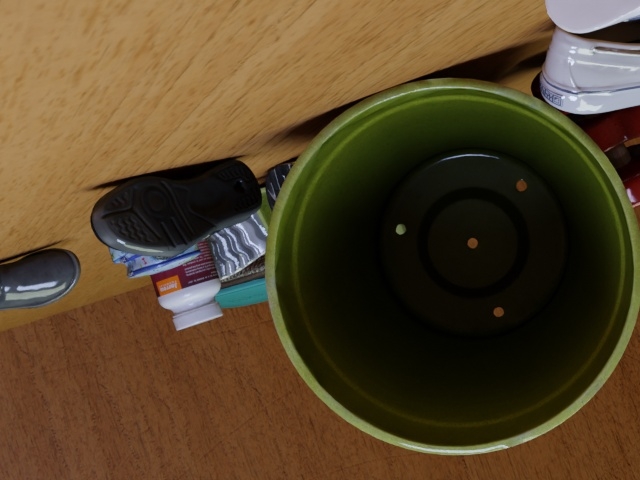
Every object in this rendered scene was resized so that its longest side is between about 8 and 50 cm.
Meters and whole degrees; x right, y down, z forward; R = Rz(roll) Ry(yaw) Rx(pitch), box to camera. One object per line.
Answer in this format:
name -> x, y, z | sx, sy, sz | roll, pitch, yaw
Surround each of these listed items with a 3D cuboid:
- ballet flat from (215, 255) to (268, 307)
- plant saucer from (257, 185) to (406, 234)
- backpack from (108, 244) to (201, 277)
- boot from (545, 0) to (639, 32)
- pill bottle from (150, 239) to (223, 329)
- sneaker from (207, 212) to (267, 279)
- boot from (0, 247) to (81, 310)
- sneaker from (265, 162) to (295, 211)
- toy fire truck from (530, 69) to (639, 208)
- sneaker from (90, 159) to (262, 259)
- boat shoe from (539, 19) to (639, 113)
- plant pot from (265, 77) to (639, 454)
ballet flat -> 0.000, 0.000, 1.980 | 0.483, 0.182, 0.164 | -4, 167, 37
plant saucer -> 0.029, -0.024, 1.776 | 0.188, 0.188, 0.045 | -14, -146, 17
backpack -> -0.185, -0.008, 1.584 | 0.105, 0.084, 0.114 | -20, 176, -32
boot -> 0.255, -0.197, 0.954 | 0.190, 0.069, 0.086 | -10, -170, 38
pill bottle -> -0.181, 0.036, 1.780 | 0.086, 0.152, 0.086 | -19, 177, -1
sneaker -> -0.061, -0.041, 1.876 | 0.281, 0.105, 0.115 | -20, -162, 1
boot -> -0.404, 0.054, 1.638 | 0.190, 0.076, 0.208 | -21, 171, 6
sneaker -> 0.018, -0.075, 1.663 | 0.208, 0.081, 0.094 | -21, 179, 45
toy fire truck -> 0.391, -0.181, 1.512 | 0.302, 0.169, 0.254 | -20, -158, 37
sneaker -> -0.171, -0.017, 1.412 | 0.130, 0.087, 0.227 | -28, 178, 35
boat shoe -> 0.328, -0.192, 1.270 | 0.268, 0.096, 0.088 | -11, 133, -14
plant pot -> 0.154, 0.016, 1.490 | 0.367, 0.366, 0.353 | -19, 180, 10
